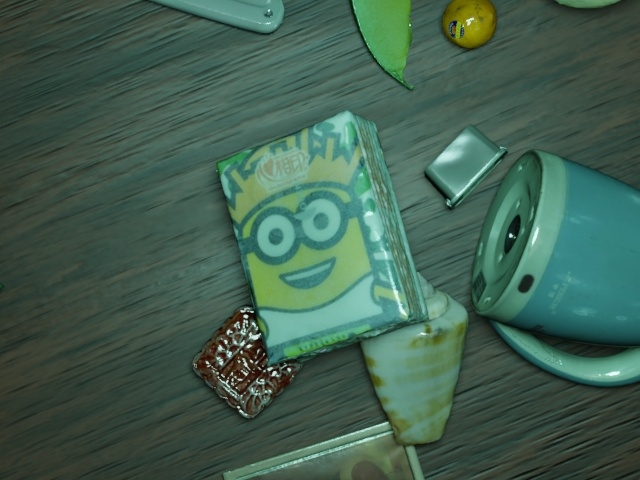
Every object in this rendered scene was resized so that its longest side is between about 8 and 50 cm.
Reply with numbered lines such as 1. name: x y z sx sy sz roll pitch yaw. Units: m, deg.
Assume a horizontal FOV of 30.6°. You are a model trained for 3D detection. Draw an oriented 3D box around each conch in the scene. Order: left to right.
1. conch: 0.149 0.174 1.709 0.158 0.127 0.255 -11 91 -15

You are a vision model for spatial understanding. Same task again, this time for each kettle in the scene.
1. kettle: 0.404 0.068 1.686 0.342 0.247 0.319 18 121 -9

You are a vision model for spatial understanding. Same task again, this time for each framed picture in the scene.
1. framed picture: 0.020 0.406 1.767 0.290 0.020 0.211 -17 90 0

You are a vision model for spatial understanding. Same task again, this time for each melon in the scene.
1. melon: 0.097 -0.352 1.761 0.114 0.053 0.261 -14 94 -19

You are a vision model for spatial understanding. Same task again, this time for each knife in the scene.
1. knife: -0.182 -0.371 1.751 0.266 0.040 0.073 14 79 0

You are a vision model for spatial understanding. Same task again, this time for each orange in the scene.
1. orange: 0.222 -0.325 1.735 0.084 0.083 0.083 0 90 -1

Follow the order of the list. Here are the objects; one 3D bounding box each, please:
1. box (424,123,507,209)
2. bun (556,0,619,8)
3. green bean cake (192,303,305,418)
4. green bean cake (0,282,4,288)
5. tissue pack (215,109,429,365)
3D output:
1. box: 0.212 -0.111 1.737 0.069 0.084 0.122 44 89 9
2. bun: 0.408 -0.432 1.722 0.222 0.127 0.222 -5 74 18
3. green bean cake: -0.106 0.180 1.745 0.136 0.056 0.135 42 88 -1
4. green bean cake: -0.616 0.102 1.685 0.300 0.169 0.307 -7 91 1
5. tissue pack: 0.000 0.000 1.659 0.228 0.128 0.310 -20 78 21
